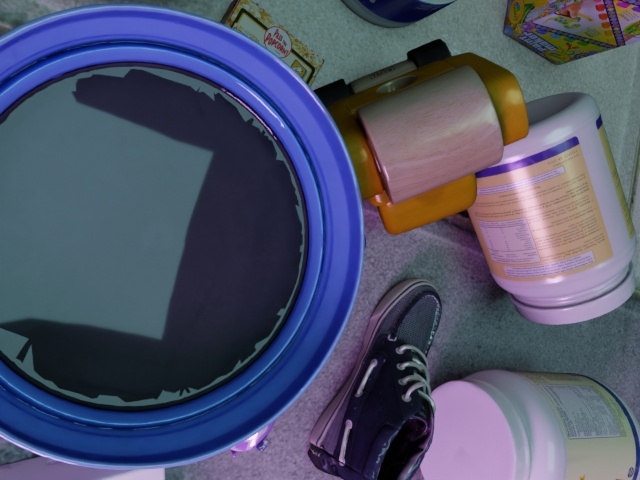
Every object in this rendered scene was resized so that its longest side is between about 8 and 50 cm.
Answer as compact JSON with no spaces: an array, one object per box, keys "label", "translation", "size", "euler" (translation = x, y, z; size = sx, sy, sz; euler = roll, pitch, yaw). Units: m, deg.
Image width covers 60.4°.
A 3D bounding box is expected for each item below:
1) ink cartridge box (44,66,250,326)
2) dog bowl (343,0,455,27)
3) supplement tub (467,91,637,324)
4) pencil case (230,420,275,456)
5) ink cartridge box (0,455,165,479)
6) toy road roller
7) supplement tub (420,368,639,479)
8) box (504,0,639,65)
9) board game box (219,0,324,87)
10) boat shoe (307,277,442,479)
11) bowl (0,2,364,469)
[{"label":"ink cartridge box","translation":[-0.169,-0.048,0.624],"size":[0.168,0.171,0.232],"euler":[-46,113,-23]},{"label":"dog bowl","translation":[0.124,-0.477,0.847],"size":[0.265,0.104,0.265],"euler":[0,90,-32]},{"label":"supplement tub","translation":[0.379,-0.053,0.929],"size":[0.241,0.241,0.331],"euler":[-33,107,-28]},{"label":"pencil case","translation":[-0.146,0.185,0.695],"size":[0.088,0.086,0.206],"euler":[-41,111,0]},{"label":"ink cartridge box","translation":[-0.263,0.362,0.607],"size":[0.172,0.100,0.237],"euler":[-3,92,-33]},{"label":"toy road roller","translation":[0.132,-0.108,0.731],"size":[0.202,0.329,0.240],"euler":[-21,115,5]},{"label":"supplement tub","translation":[0.345,0.336,0.913],"size":[0.325,0.235,0.235],"euler":[10,85,-32]},{"label":"box","translation":[0.514,-0.517,0.990],"size":[0.177,0.279,0.290],"euler":[14,84,-31]},{"label":"board game box","translation":[-0.096,-0.207,0.743],"size":[0.147,0.045,0.193],"euler":[34,73,-28]},{"label":"boat shoe","translation":[0.127,0.210,0.819],"size":[0.127,0.158,0.340],"euler":[39,71,-26]},{"label":"bowl","translation":[-0.140,-0.002,0.497],"size":[0.391,0.077,0.391],"euler":[-1,92,-30]}]
